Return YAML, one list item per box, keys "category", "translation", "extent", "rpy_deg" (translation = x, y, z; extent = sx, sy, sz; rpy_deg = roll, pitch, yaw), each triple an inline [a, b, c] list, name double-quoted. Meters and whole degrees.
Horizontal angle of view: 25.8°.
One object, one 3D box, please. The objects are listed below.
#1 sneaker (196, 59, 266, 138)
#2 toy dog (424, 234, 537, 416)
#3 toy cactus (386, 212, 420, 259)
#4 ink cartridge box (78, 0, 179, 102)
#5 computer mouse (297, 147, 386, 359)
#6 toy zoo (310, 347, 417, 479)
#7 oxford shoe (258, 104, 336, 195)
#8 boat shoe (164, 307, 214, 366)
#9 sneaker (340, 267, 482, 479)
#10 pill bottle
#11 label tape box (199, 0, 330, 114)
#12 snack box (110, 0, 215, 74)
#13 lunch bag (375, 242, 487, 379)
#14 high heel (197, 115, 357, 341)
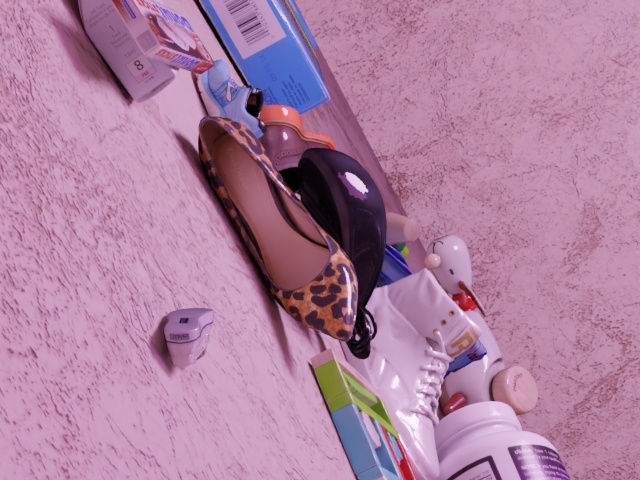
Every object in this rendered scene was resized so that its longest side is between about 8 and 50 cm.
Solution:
- category: "sneaker"
  translation: [-0.101, -0.167, 1.717]
  extent: [0.063, 0.073, 0.162]
  rpy_deg: [53, 12, -47]
- category: "toy dog"
  translation: [0.225, 0.171, 2.365]
  extent: [0.161, 0.220, 0.333]
  rpy_deg: [-11, 62, -49]
- category: "toy cactus"
  translation: [0.088, -0.026, 2.169]
  extent: [0.180, 0.112, 0.219]
  rpy_deg: [6, -33, 50]
- category: "ink cartridge box"
  translation: [-0.220, -0.261, 1.395]
  extent: [0.232, 0.066, 0.189]
  rpy_deg: [51, 11, -15]
- category: "computer mouse"
  translation: [0.028, -0.009, 1.608]
  extent: [0.188, 0.072, 0.272]
  rpy_deg: [55, -21, 35]
- category: "toy zoo"
  translation: [0.081, 0.275, 1.548]
  extent: [0.293, 0.030, 0.192]
  rpy_deg: [67, 9, 27]
- category: "oxford shoe"
  translation: [-0.041, -0.101, 1.898]
  extent: [0.271, 0.097, 0.098]
  rpy_deg: [30, 53, -68]
- category: "boat shoe"
  translation: [-0.101, 0.076, 1.080]
  extent: [0.100, 0.035, 0.035]
  rpy_deg: [-91, 179, -81]
- category: "sneaker"
  translation: [0.132, 0.162, 1.756]
  extent: [0.108, 0.169, 0.292]
  rpy_deg: [54, 12, -54]
- category: "pill bottle"
  translation: [0.243, 0.365, 1.726]
  extent: [0.181, 0.181, 0.323]
  rpy_deg: [52, 13, -51]
- category: "label tape box"
  translation: [-0.095, -0.350, 2.246]
  extent: [0.240, 0.106, 0.333]
  rpy_deg: [60, 7, -22]
- category: "snack box"
  translation: [-0.148, -0.196, 1.327]
  extent: [0.064, 0.022, 0.178]
  rpy_deg: [57, 10, 5]
- category: "lunch bag"
  translation: [0.084, 0.073, 2.008]
  extent: [0.293, 0.138, 0.221]
  rpy_deg: [51, 2, 23]
- category: "high heel"
  translation: [-0.053, -0.015, 1.475]
  extent: [0.186, 0.093, 0.261]
  rpy_deg: [50, 8, -47]
